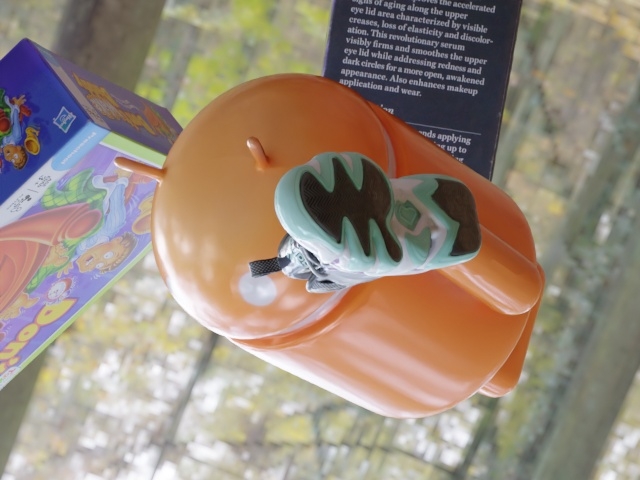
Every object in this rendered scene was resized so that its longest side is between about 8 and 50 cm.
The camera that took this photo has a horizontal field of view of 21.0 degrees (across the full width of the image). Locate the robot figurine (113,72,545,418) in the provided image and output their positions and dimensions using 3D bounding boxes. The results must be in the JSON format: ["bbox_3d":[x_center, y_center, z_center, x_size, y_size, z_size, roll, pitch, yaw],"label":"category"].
[{"bbox_3d":[0.011,0.004,0.788,0.219,0.128,0.158,31,-161,-41],"label":"robot figurine"}]

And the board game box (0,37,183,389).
[{"bbox_3d":[-0.254,0.028,1.203,0.078,0.347,0.233,50,-171,17],"label":"board game box"}]

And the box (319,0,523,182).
[{"bbox_3d":[0.053,-0.096,1.037,0.108,0.207,0.153,8,-173,-1],"label":"box"}]

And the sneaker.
[{"bbox_3d":[0.000,0.000,0.551,0.069,0.038,0.098,-16,163,34],"label":"sneaker"}]
